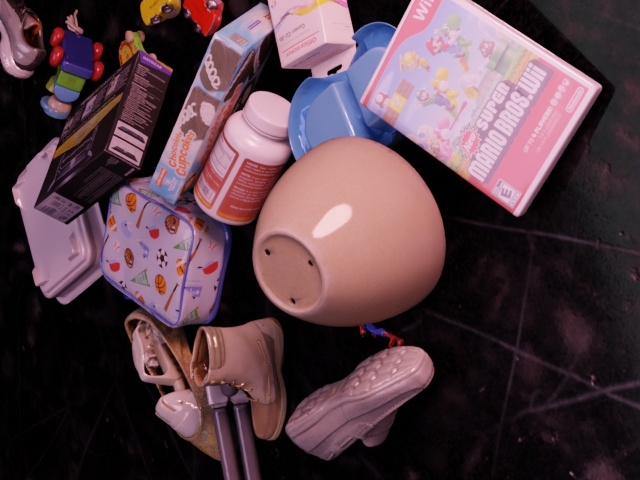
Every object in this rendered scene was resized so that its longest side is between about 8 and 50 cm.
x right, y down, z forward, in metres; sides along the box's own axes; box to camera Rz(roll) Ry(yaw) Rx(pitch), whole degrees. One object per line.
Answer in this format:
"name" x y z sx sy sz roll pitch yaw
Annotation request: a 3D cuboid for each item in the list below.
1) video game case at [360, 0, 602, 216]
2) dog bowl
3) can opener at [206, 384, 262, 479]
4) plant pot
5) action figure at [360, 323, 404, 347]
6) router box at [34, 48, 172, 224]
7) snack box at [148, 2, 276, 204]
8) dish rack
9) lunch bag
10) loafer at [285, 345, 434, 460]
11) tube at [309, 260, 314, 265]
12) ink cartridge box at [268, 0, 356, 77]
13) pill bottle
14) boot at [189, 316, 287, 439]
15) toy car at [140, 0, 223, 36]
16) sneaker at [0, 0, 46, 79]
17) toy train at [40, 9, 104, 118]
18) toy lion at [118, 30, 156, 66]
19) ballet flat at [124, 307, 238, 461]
"video game case" 0.206 -0.194 1.477 0.285 0.025 0.204 39 118 21
"dog bowl" 0.067 -0.205 1.666 0.297 0.074 0.166 -38 66 45
"can opener" -0.161 0.316 1.966 0.093 0.074 0.280 28 -128 -86
"plant pot" 0.011 0.013 1.604 0.284 0.191 0.284 19 123 33
"action figure" 0.078 0.136 1.717 0.115 0.038 0.030 34 101 41
"router box" -0.422 -0.195 2.136 0.309 0.081 0.243 -27 42 47
"snack box" -0.174 -0.229 1.855 0.060 0.187 0.322 32 124 4
"dish rack" -0.583 -0.047 2.430 0.285 0.072 0.333 -34 68 46
"lunch bag" -0.299 0.022 2.080 0.303 0.115 0.243 31 118 42
"loafer" 0.073 0.256 1.699 0.111 0.112 0.319 44 137 -9
"tube" 0.000 0.000 1.779 0.070 0.062 0.240 44 132 -15
"ink cartridge box" -0.015 -0.346 1.748 0.115 0.067 0.198 -21 78 47
"pill bottle" -0.120 -0.139 1.851 0.121 0.121 0.216 55 131 29
"boot" -0.141 0.243 1.880 0.077 0.165 0.213 2 94 49
"toy car" -0.238 -0.491 1.999 0.239 0.053 0.225 19 108 45
"sneaker" -0.679 -0.501 2.481 0.108 0.100 0.271 -30 75 32
"toy train" -0.525 -0.365 2.292 0.143 0.105 0.248 -58 27 26
"toy lion" -0.368 -0.359 2.181 0.100 0.034 0.096 61 141 24
"ballet flat" -0.275 0.271 2.077 0.123 0.123 0.348 -51 58 39
